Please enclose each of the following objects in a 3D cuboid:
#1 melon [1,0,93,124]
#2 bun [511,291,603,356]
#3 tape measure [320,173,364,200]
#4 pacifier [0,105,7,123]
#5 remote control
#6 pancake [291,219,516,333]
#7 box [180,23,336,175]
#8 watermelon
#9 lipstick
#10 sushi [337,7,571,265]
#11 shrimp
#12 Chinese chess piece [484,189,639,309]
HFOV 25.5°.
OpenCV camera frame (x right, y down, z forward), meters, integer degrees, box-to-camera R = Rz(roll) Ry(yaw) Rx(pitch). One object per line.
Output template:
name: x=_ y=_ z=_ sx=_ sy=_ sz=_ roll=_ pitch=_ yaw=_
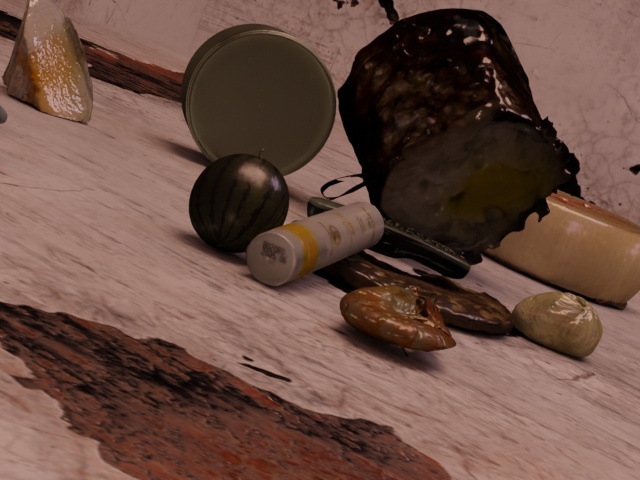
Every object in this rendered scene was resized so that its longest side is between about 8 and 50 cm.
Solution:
melon: x=-0.410 y=-0.248 z=2.013 sx=0.139 sy=0.202 sz=0.093 roll=-13 pitch=6 yaw=37
bun: x=0.299 y=0.098 z=1.773 sx=0.115 sy=0.069 sz=0.115 roll=21 pitch=7 yaw=-3
tape measure: x=0.093 y=-0.095 z=2.311 sx=0.180 sy=0.104 sz=0.107 roll=21 pitch=12 yaw=-13
pacifier: x=-0.423 y=-0.228 z=1.521 sx=0.279 sy=0.207 sz=0.227 roll=27 pitch=-8 yaw=26
remote control: x=0.084 y=-0.003 z=1.737 sx=0.222 sy=0.042 sz=0.072 roll=21 pitch=8 yaw=-19
pancake: x=0.093 y=0.045 z=1.716 sx=0.288 sy=0.033 sz=0.286 roll=16 pitch=9 yaw=-38
box: x=-0.096 y=-0.211 z=2.151 sx=0.226 sy=0.226 sz=0.149 roll=20 pitch=9 yaw=-13
watermelon: x=-0.082 y=-0.049 z=1.514 sx=0.105 sy=0.133 sz=0.105 roll=18 pitch=-34 yaw=12
lipstick: x=0.000 y=0.000 z=1.542 sx=0.059 sy=0.059 sz=0.264 roll=25 pitch=18 yaw=17
sushi: x=0.186 y=-0.153 z=2.073 sx=0.281 sy=0.299 sz=0.294 roll=29 pitch=29 yaw=-40
shrimp: x=0.088 y=0.081 z=1.415 sx=0.115 sy=0.051 sz=0.217 roll=31 pitch=10 yaw=15
Chinese chess piece: x=0.417 y=-0.006 z=2.470 sx=0.338 sy=0.140 sz=0.338 roll=22 pitch=8 yaw=-3
